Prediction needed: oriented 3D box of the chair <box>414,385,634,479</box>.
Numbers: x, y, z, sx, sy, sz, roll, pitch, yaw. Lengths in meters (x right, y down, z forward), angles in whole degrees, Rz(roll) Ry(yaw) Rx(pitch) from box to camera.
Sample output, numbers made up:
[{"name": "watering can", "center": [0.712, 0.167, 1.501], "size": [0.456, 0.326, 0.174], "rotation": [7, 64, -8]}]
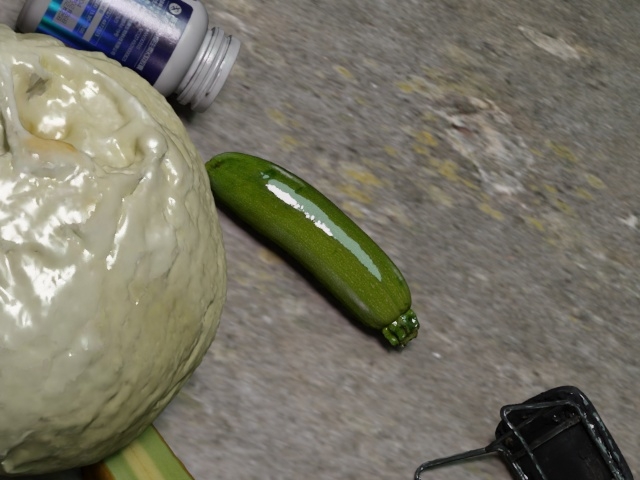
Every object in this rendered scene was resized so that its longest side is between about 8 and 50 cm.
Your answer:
[{"name": "chair", "center": [0.226, 0.207, 1.255], "size": [0.221, 0.140, 0.145], "rotation": [-19, 72, -43]}]

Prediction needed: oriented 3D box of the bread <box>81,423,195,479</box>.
[{"name": "bread", "center": [-0.148, 0.208, 1.088], "size": [0.074, 0.084, 0.139], "rotation": [-3, 31, -35]}]

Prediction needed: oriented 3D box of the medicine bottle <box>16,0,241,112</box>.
[{"name": "medicine bottle", "center": [-0.176, -0.198, 1.287], "size": [0.191, 0.107, 0.107], "rotation": [28, 48, -15]}]

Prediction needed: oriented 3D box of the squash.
[{"name": "squash", "center": [0.000, 0.000, 1.294], "size": [0.258, 0.069, 0.069], "rotation": [40, 46, -4]}]

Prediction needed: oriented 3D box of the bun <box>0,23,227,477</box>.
[{"name": "bun", "center": [-0.222, -0.010, 1.039], "size": [0.349, 0.227, 0.352], "rotation": [29, 46, -14]}]
